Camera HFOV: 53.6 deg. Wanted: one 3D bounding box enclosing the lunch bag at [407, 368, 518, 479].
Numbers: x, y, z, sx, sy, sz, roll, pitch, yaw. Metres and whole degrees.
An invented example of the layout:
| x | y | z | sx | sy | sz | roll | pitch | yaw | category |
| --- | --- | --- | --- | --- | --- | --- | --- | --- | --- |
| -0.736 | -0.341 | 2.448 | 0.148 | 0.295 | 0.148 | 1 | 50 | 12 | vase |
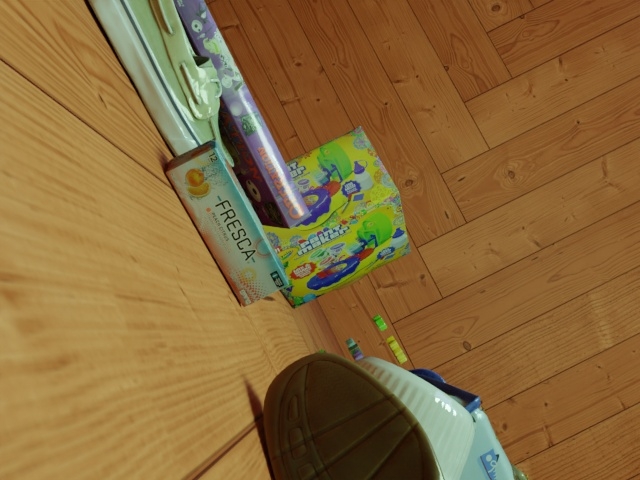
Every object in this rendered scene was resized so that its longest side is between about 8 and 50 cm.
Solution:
| x | y | z | sx | sy | sz | roll | pitch | yaw | category |
| --- | --- | --- | --- | --- | --- | --- | --- | --- | --- |
| 0.197 | 0.422 | 1.142 | 0.328 | 0.238 | 0.385 | 63 | -16 | -3 | lunch bag |

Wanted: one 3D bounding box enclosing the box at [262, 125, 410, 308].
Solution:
| x | y | z | sx | sy | sz | roll | pitch | yaw | category |
| --- | --- | --- | --- | --- | --- | --- | --- | --- | --- |
| 0.009 | -0.037 | 1.309 | 0.177 | 0.289 | 0.279 | 64 | 1 | 29 | box |

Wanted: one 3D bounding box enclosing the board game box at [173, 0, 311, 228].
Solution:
| x | y | z | sx | sy | sz | roll | pitch | yaw | category |
| --- | --- | --- | --- | --- | --- | --- | --- | --- | --- |
| -0.151 | -0.179 | 0.932 | 0.208 | 0.056 | 0.347 | 3 | -55 | 56 | board game box |

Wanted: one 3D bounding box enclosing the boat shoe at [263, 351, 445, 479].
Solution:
| x | y | z | sx | sy | sz | roll | pitch | yaw | category |
| --- | --- | --- | --- | --- | --- | --- | --- | --- | --- |
| 0.067 | 0.242 | 0.496 | 0.342 | 0.123 | 0.123 | 46 | -20 | 32 | boat shoe |

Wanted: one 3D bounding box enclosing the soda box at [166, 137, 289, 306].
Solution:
| x | y | z | sx | sy | sz | roll | pitch | yaw | category |
| --- | --- | --- | --- | --- | --- | --- | --- | --- | --- |
| -0.103 | -0.020 | 0.720 | 0.183 | 0.062 | 0.058 | 64 | 0 | -22 | soda box |

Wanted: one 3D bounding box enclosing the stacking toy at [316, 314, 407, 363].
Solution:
| x | y | z | sx | sy | sz | roll | pitch | yaw | category |
| --- | --- | --- | --- | --- | --- | --- | --- | --- | --- |
| 0.080 | 0.242 | 1.332 | 0.052 | 0.167 | 0.221 | 59 | 0 | -12 | stacking toy |

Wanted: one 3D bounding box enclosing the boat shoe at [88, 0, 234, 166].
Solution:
| x | y | z | sx | sy | sz | roll | pitch | yaw | category |
| --- | --- | --- | --- | --- | --- | --- | --- | --- | --- |
| -0.172 | -0.193 | 0.782 | 0.302 | 0.094 | 0.109 | 64 | 0 | -35 | boat shoe |

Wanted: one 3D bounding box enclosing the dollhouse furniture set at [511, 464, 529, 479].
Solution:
| x | y | z | sx | sy | sz | roll | pitch | yaw | category |
| --- | --- | --- | --- | --- | --- | --- | --- | --- | --- |
| 0.347 | 0.633 | 1.402 | 0.198 | 0.301 | 0.151 | 61 | 2 | 3 | dollhouse furniture set |

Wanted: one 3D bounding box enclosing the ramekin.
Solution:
| x | y | z | sx | sy | sz | roll | pitch | yaw | category |
| --- | --- | --- | --- | --- | --- | --- | --- | --- | --- |
| 0.102 | 0.241 | 0.831 | 0.207 | 0.109 | 0.207 | 30 | -16 | 10 | ramekin |

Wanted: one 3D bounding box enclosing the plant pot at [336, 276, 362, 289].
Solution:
| x | y | z | sx | sy | sz | roll | pitch | yaw | category |
| --- | --- | --- | --- | --- | --- | --- | --- | --- | --- |
| 0.000 | 0.000 | 1.593 | 0.291 | 0.290 | 0.203 | 64 | 17 | -2 | plant pot |
